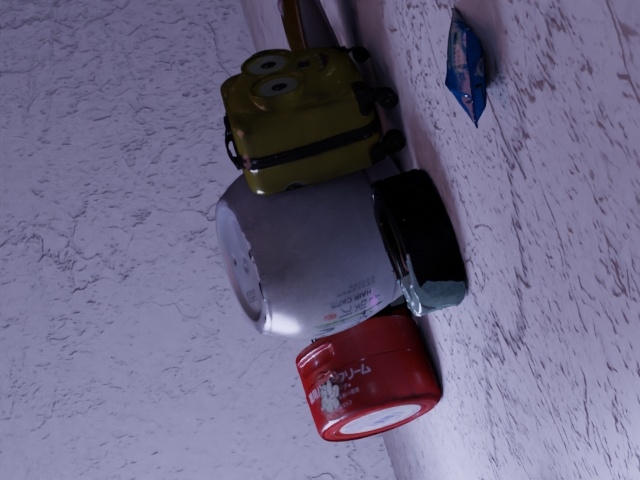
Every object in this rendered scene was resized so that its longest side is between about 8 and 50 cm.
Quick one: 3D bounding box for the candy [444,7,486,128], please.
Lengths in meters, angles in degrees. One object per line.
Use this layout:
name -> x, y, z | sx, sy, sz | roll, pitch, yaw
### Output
candy -> 0.130, -0.159, 1.108 | 0.136, 0.038, 0.088 | -90, -11, -71

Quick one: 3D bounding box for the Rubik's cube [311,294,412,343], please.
Rubik's cube -> 0.041, 0.062, 2.135 | 0.184, 0.182, 0.187 | -121, 15, -70

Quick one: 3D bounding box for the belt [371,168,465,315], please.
belt -> 0.124, 0.007, 1.558 | 0.151, 0.078, 0.198 | 82, 169, -54

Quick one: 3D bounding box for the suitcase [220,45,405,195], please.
suitcase -> -0.023, -0.179, 1.674 | 0.194, 0.235, 0.143 | -112, 7, -55

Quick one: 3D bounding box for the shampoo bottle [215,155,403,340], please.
shampoo bottle -> 0.000, 0.000, 1.785 | 0.273, 0.266, 0.273 | 162, 90, -75

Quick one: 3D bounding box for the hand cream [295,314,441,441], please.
hand cream -> 0.081, 0.235, 2.033 | 0.230, 0.230, 0.149 | 85, 166, -69

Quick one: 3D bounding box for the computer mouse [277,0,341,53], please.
computer mouse -> 0.000, -0.276, 1.836 | 0.310, 0.072, 0.158 | 64, 180, -27
